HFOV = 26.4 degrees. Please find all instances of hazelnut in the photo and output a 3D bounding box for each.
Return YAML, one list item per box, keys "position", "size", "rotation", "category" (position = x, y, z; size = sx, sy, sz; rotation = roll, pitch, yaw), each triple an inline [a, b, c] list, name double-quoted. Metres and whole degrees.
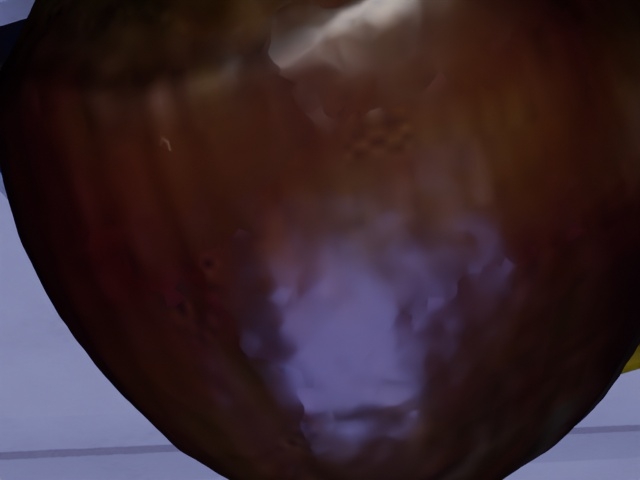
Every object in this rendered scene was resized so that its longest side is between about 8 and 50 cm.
- position: [0.038, -0.053, 0.748]
  size: [0.421, 0.421, 0.352]
  rotation: [20, 151, -40]
  category: "hazelnut"

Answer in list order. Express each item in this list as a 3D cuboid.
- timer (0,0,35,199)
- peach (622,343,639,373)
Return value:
- position: [-0.174, -0.123, 0.911]
  size: [0.178, 0.078, 0.253]
  rotation: [-15, 149, 6]
  category: "timer"
- position: [0.278, -0.042, 1.015]
  size: [0.380, 0.242, 0.306]
  rotation: [-16, 172, -14]
  category: "peach"
